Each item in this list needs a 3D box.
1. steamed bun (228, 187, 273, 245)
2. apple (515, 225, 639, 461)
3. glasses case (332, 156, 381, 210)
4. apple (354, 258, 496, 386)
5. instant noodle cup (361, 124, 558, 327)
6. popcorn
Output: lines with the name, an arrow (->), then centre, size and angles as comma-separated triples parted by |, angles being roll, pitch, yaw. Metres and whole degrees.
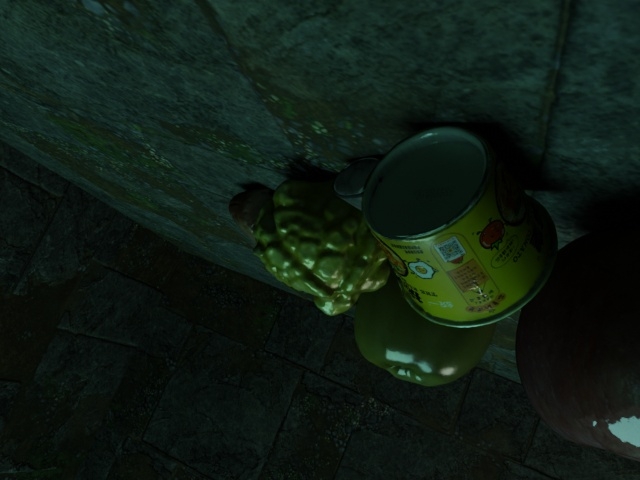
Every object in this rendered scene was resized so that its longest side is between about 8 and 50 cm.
steamed bun -> -0.099, -0.036, 1.194 | 0.175, 0.106, 0.145 | 42, 169, -19
apple -> 0.355, 0.110, 0.584 | 0.306, 0.234, 0.305 | 17, 168, 4
glasses case -> 0.160, -0.019, 0.831 | 0.299, 0.060, 0.114 | 29, 168, -28
apple -> 0.193, 0.144, 1.111 | 0.263, 0.262, 0.262 | 23, 169, 5
instant noodle cup -> 0.133, -0.022, 0.606 | 0.182, 0.182, 0.144 | 13, 156, 44
popcorn -> 0.000, 0.000, 0.951 | 0.255, 0.194, 0.256 | 42, 161, -31
